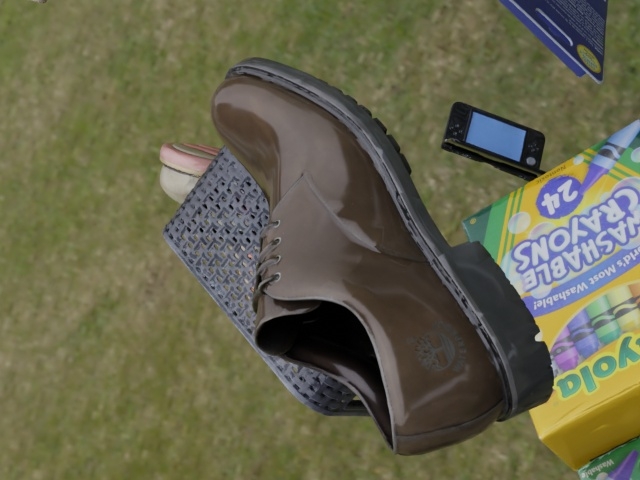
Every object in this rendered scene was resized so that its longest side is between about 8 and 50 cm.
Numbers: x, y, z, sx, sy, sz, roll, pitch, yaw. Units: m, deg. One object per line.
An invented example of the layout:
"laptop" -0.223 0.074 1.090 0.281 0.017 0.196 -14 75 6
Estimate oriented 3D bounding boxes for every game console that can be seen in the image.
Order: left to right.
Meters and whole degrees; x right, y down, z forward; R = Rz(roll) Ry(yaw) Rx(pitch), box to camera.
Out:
"game console" 0.210 -0.119 1.541 0.071 0.122 0.107 118 172 -57

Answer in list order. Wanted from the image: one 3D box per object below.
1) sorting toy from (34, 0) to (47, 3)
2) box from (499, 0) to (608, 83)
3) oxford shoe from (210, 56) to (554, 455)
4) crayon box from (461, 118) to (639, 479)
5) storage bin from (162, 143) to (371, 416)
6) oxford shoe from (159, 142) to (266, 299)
"sorting toy" -0.228 -0.195 0.971 0.012 0.062 0.083 101 -177 -70
"box" 0.207 -0.242 1.196 0.036 0.136 0.225 -33 28 37
"oxford shoe" 0.000 0.000 0.594 0.227 0.096 0.082 52 159 33
"crayon box" 0.271 0.064 1.204 0.203 0.083 0.323 -31 46 17
"storage bin" -0.001 0.022 0.852 0.084 0.122 0.180 -52 59 17
"oxford shoe" -0.035 0.007 1.397 0.140 0.397 0.146 25 89 42
